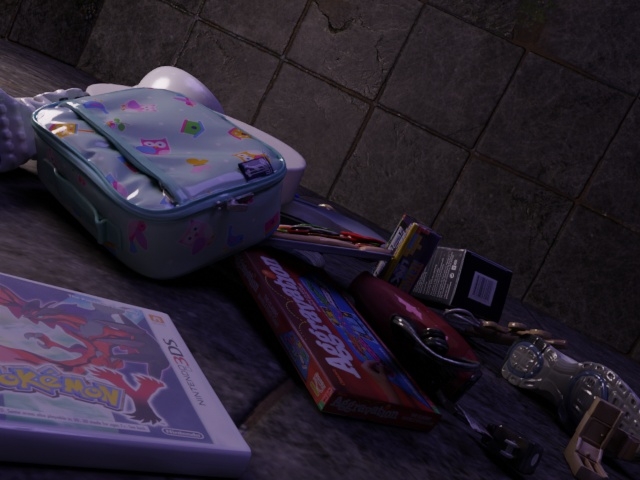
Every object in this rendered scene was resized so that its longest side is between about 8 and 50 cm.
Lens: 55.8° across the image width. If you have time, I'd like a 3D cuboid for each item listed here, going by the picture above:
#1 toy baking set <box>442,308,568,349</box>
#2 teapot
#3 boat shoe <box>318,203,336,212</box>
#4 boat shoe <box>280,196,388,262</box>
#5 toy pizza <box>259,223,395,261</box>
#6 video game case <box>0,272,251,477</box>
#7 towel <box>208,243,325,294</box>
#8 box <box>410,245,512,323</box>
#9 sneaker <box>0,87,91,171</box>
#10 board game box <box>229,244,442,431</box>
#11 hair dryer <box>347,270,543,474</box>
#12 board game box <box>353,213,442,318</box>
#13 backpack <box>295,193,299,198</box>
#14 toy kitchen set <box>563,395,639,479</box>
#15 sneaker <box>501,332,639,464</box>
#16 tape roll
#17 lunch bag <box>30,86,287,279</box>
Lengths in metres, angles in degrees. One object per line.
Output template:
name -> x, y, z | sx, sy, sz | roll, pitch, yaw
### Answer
toy baking set -> 0.314, 0.159, 1.105 | 0.256, 0.030, 0.197 | 5, -18, 28
teapot -> -0.363, -0.279, 1.474 | 0.256, 0.187, 0.252 | 12, -32, 42
boat shoe -> -0.010, -0.041, 1.364 | 0.095, 0.095, 0.257 | 27, 8, 2
boat shoe -> -0.023, -0.009, 1.087 | 0.306, 0.105, 0.113 | 23, 10, 16
toy pizza -> 0.000, 0.000, 0.805 | 0.201, 0.032, 0.201 | 8, -1, 0
video game case -> -0.161, 0.072, 0.374 | 0.201, 0.023, 0.183 | 21, 10, -36
towel -> -0.165, -0.015, 0.896 | 0.324, 0.056, 0.312 | 30, 11, 8
box -> 0.238, 0.077, 1.183 | 0.153, 0.108, 0.207 | 22, -7, -36
sneaker -> -0.400, -0.136, 0.730 | 0.118, 0.110, 0.292 | 0, 7, 19
board game box -> 0.002, 0.091, 0.657 | 0.145, 0.027, 0.281 | 21, 17, -35
hair dryer -> 0.117, 0.104, 0.664 | 0.224, 0.080, 0.293 | 54, -9, -28
board game box -> 0.109, 0.049, 0.888 | 0.048, 0.170, 0.141 | 28, 8, -3
backpack -> -0.106, -0.071, 1.261 | 0.101, 0.098, 0.120 | 47, -14, -35
toy kitchen set -> 0.341, 0.244, 0.705 | 0.068, 0.083, 0.075 | 28, 8, 10
sneaker -> 0.406, 0.236, 0.914 | 0.129, 0.111, 0.297 | 29, 7, -20
tape roll -> -0.213, -0.169, 1.045 | 0.392, 0.072, 0.392 | 21, 17, -7
lunch bag -> -0.189, -0.080, 0.703 | 0.279, 0.108, 0.224 | 35, 37, 30
